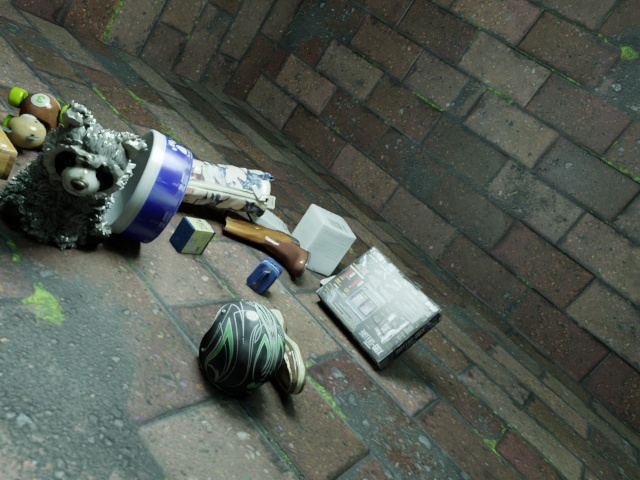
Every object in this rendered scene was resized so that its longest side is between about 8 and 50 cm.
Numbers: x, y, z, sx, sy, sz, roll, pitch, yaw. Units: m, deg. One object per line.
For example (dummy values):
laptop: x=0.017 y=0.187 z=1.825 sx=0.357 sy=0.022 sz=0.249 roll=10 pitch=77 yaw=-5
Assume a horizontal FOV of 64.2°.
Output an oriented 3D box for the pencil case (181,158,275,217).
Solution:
pencil case: x=-0.346 y=-0.174 z=1.601 sx=0.410 sy=0.160 sz=0.183 roll=7 pitch=0 yaw=-40

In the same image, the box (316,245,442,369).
box: x=0.174 y=0.197 z=1.550 sx=0.307 sy=0.242 sz=0.076 roll=45 pitch=-13 yaw=31

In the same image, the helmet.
helmet: x=-0.150 y=0.209 z=1.032 sx=0.169 sy=0.161 sz=0.169 roll=32 pitch=17 yaw=-11

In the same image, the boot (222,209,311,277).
boot: x=-0.179 y=-0.001 z=1.658 sx=0.280 sy=0.096 sz=0.264 roll=26 pitch=19 yaw=-25

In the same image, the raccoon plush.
raccoon plush: x=-0.554 y=-0.198 z=1.125 sx=0.216 sy=0.299 sz=0.446 roll=16 pitch=25 yaw=-47

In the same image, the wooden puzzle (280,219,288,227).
wooden puzzle: x=-0.157 y=-0.066 z=2.020 sx=0.049 sy=0.006 sz=0.083 roll=41 pitch=18 yaw=19

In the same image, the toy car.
toy car: x=-0.730 y=-0.292 z=1.280 sx=0.155 sy=0.149 sz=0.188 roll=19 pitch=16 yaw=-14

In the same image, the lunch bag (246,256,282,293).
lunch bag: x=-0.156 y=0.097 z=1.432 sx=0.067 sy=0.098 sz=0.065 roll=40 pitch=20 yaw=-3

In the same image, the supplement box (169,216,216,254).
supplement box: x=-0.347 y=-0.012 z=1.386 sx=0.056 sy=0.083 sz=0.083 roll=46 pitch=19 yaw=29

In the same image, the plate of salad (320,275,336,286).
plate of salad: x=0.099 y=0.155 z=1.742 sx=0.200 sy=0.048 sz=0.200 roll=3 pitch=6 yaw=0

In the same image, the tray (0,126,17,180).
tray: x=-0.819 y=-0.267 z=1.098 sx=0.203 sy=0.076 sz=0.411 roll=15 pitch=17 yaw=-49

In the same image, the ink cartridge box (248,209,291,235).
ink cartridge box: x=-0.194 y=-0.068 z=1.926 sx=0.179 sy=0.045 sz=0.145 roll=38 pitch=11 yaw=-40

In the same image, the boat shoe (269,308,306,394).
boat shoe: x=-0.113 y=0.249 z=1.151 sx=0.095 sy=0.095 sz=0.257 roll=10 pitch=21 yaw=-27

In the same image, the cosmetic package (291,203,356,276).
cosmetic package: x=0.000 y=0.000 z=1.838 sx=0.151 sy=0.183 sz=0.151 roll=24 pitch=21 yaw=-31

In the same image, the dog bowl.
dog bowl: x=-0.424 y=-0.130 z=1.248 sx=0.104 sy=0.265 sz=0.265 roll=27 pitch=19 yaw=-33
